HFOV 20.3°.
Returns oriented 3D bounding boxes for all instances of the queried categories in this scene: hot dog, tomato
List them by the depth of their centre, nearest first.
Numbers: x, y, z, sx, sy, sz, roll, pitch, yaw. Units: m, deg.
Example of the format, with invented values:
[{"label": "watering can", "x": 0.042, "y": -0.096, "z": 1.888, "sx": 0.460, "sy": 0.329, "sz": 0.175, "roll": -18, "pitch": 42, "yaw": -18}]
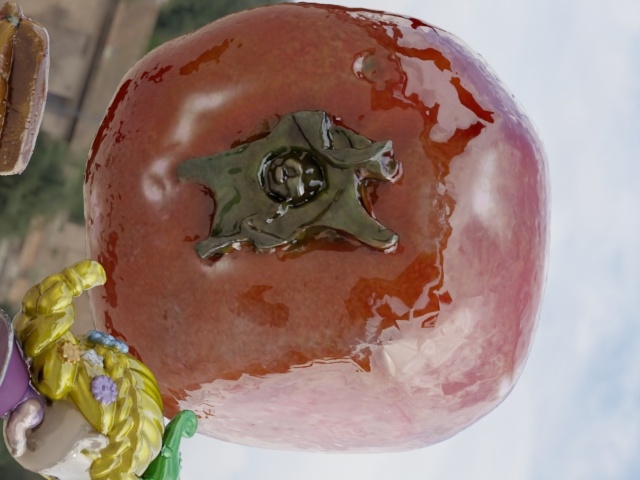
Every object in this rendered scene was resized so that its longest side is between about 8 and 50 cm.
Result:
[{"label": "tomato", "x": 0.000, "y": 0.000, "z": 1.245, "sx": 0.290, "sy": 0.325, "sz": 0.293, "roll": 69, "pitch": 16, "yaw": -75}, {"label": "hot dog", "x": -0.238, "y": -0.112, "z": 1.348, "sx": 0.038, "sy": 0.062, "sz": 0.144, "roll": -111, "pitch": -150, "yaw": -52}]

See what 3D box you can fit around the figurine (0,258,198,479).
[{"label": "figurine", "x": -0.116, "y": 0.079, "z": 0.925, "sx": 0.115, "sy": 0.156, "sz": 0.095, "roll": -54, "pitch": -143, "yaw": 0}]
